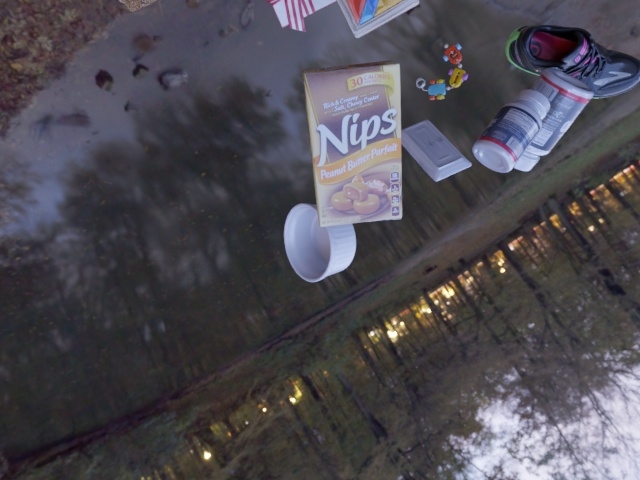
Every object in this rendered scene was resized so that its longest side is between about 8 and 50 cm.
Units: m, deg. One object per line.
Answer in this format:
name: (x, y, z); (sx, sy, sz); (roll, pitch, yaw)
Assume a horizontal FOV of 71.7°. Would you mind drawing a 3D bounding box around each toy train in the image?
toy train: (0.384, -0.512, 1.364); (0.166, 0.125, 0.046); (-42, 166, 29)

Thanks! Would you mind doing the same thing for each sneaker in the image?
sneaker: (0.898, -0.628, 1.558); (0.202, 0.482, 0.185); (-61, 167, -74)

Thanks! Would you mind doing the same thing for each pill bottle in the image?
pill bottle: (0.684, -0.369, 1.381); (0.161, 0.161, 0.283); (-20, 146, -42)
pill bottle: (0.456, -0.262, 1.051); (0.180, 0.108, 0.108); (-52, 168, -5)

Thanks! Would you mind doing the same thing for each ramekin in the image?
ramekin: (0.000, 0.000, 1.578); (0.135, 0.277, 0.277); (-10, 155, -38)

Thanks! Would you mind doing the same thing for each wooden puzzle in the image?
wooden puzzle: (0.151, -0.755, 1.317); (0.221, 0.044, 0.239); (-21, 130, 23)

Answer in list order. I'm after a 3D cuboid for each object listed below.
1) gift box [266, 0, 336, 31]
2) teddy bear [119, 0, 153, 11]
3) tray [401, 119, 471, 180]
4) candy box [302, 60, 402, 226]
gift box: (-0.075, -0.921, 1.574); (0.255, 0.258, 0.276); (-26, 128, 12)
teddy bear: (-0.667, -1.045, 1.804); (0.338, 0.113, 0.245); (6, -142, 40)
tray: (0.376, -0.319, 1.501); (0.145, 0.270, 0.030); (-24, 145, -10)
candy box: (0.070, -0.194, 0.918); (0.183, 0.316, 0.087); (-7, -153, -1)
